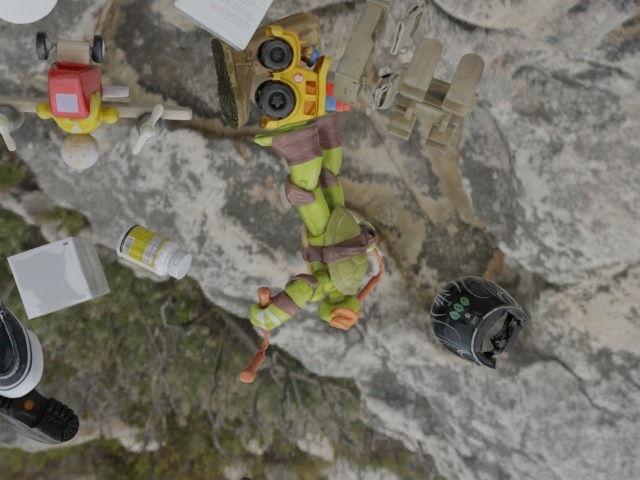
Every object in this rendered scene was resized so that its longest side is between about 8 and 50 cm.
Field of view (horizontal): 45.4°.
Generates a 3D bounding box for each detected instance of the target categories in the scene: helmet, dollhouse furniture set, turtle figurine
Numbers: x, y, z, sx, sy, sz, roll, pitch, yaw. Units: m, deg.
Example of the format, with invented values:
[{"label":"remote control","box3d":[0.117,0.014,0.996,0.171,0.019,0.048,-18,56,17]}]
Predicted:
[{"label":"helmet","box3d":[0.285,0.145,1.421,0.169,0.161,0.170,-11,115,-24]},{"label":"dollhouse furniture set","box3d":[0.164,-0.298,1.351,0.242,0.161,0.212,21,164,4]},{"label":"turtle figurine","box3d":[0.000,0.000,0.709,0.087,0.269,0.217,-3,107,34]}]

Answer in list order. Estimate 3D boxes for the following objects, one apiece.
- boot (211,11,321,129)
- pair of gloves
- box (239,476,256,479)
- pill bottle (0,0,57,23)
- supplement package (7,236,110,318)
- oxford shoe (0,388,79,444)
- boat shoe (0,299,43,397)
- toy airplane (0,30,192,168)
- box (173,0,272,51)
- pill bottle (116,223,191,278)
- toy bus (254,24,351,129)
[{"label":"boot","box3d":[-0.118,-0.414,1.864,0.269,0.089,0.236,-22,123,-28]},{"label":"pair of gloves","box3d":[0.169,-0.411,1.705,0.042,0.204,0.240,23,129,10]},{"label":"box","box3d":[-0.027,0.438,0.788,0.191,0.381,0.143,26,107,-13]},{"label":"pill bottle","box3d":[-0.609,-0.540,1.449,0.160,0.283,0.160,-27,146,-20]},{"label":"supplement package","box3d":[-0.551,0.075,1.633,0.133,0.244,0.139,-19,91,-7]},{"label":"oxford shoe","box3d":[-0.522,0.272,1.283,0.096,0.083,0.227,-28,111,40]},{"label":"boat shoe","box3d":[-0.541,0.117,1.198,0.108,0.301,0.102,-36,153,-7]},{"label":"toy airplane","box3d":[-0.554,-0.297,1.763,0.386,0.384,0.273,-1,87,34]},{"label":"box","box3d":[-0.137,-0.410,1.222,0.130,0.091,0.171,31,94,-15]},{"label":"pill bottle","box3d":[-0.280,0.022,1.292,0.116,0.065,0.065,24,127,13]},{"label":"toy bus","box3d":[-0.035,-0.352,1.673,0.211,0.149,0.220,1,104,-8]}]
